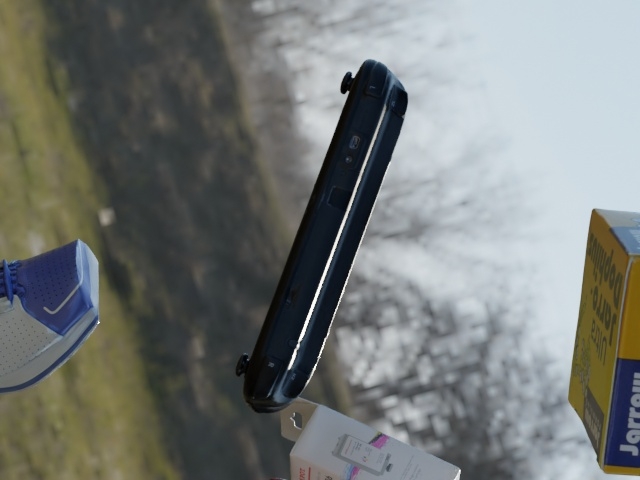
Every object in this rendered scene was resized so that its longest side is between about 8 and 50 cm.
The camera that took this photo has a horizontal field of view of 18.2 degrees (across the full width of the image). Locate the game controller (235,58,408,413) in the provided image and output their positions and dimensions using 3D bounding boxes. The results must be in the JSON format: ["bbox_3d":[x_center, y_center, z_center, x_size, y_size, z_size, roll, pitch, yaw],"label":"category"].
[{"bbox_3d":[0.000,0.000,1.754,0.166,0.067,0.319,125,-14,-80],"label":"game controller"}]

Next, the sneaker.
[{"bbox_3d":[-0.391,0.079,2.027,0.182,0.315,0.127,53,14,-37],"label":"sneaker"}]

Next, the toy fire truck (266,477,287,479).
[{"bbox_3d":[-0.131,0.432,2.284,0.169,0.302,0.253,30,40,-73],"label":"toy fire truck"}]

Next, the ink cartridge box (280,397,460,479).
[{"bbox_3d":[0.035,0.236,2.004,0.067,0.198,0.115,-59,165,-28],"label":"ink cartridge box"}]

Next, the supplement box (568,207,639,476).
[{"bbox_3d":[0.414,0.096,1.741,0.194,0.357,0.195,-99,-167,-77],"label":"supplement box"}]
